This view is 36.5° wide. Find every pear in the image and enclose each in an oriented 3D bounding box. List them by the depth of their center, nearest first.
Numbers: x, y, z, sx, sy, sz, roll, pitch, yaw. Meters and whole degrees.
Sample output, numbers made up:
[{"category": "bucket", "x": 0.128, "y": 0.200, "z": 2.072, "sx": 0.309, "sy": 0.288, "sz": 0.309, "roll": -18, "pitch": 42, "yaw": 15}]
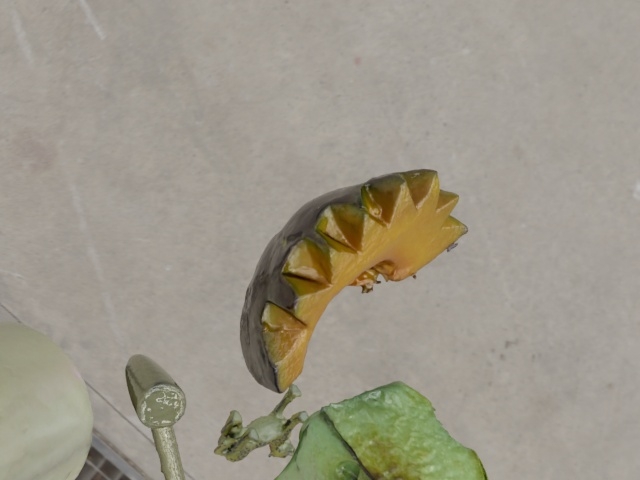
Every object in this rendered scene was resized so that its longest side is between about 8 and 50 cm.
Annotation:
[{"category": "pear", "x": 0.077, "y": 0.361, "z": 1.277, "sx": 0.176, "sy": 0.286, "sz": 0.282, "roll": -12, "pitch": 140, "yaw": -42}]

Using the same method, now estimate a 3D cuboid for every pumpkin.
[{"category": "pumpkin", "x": 0.000, "y": 0.000, "z": 0.894, "sx": 0.254, "sy": 0.149, "sz": 0.130, "roll": -39, "pitch": 133, "yaw": -23}]

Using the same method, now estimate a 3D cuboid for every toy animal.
[{"category": "toy animal", "x": -0.102, "y": 0.305, "z": 1.489, "sx": 0.181, "sy": 0.136, "sz": 0.073, "roll": -16, "pitch": 60, "yaw": -40}]

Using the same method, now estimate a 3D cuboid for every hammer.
[{"category": "hammer", "x": -0.087, "y": 0.162, "z": 0.586, "sx": 0.028, "sy": 0.060, "sz": 0.195, "roll": -16, "pitch": 111, "yaw": -21}]

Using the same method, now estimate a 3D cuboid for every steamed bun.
[{"category": "steamed bun", "x": -0.298, "y": 0.148, "z": 0.747, "sx": 0.225, "sy": 0.200, "sz": 0.170, "roll": -16, "pitch": 81, "yaw": -53}]
